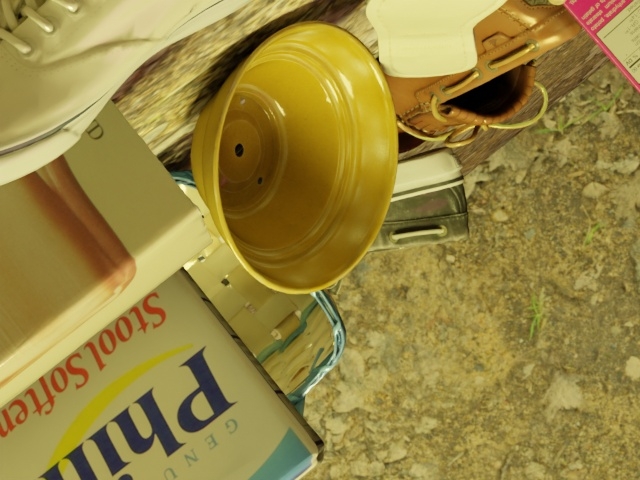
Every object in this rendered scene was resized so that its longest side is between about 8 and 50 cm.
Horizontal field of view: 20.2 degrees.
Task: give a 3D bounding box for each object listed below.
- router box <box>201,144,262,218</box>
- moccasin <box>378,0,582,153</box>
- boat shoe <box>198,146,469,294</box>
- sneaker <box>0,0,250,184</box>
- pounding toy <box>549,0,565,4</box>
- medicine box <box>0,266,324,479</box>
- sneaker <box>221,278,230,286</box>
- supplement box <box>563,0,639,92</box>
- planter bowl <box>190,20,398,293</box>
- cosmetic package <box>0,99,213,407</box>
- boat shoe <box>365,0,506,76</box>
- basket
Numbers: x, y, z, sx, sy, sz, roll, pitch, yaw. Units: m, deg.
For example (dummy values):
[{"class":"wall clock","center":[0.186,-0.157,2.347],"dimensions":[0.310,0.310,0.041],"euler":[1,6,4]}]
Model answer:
[{"class":"router box","center":[-0.063,-0.074,1.725],"dimensions":[0.122,0.038,0.092],"euler":[-41,174,23]},{"class":"moccasin","center":[0.153,-0.166,1.788],"dimensions":[0.139,0.147,0.380],"euler":[-35,176,-30]},{"class":"boat shoe","center":[0.000,0.000,1.863],"dimensions":[0.335,0.119,0.121],"euler":[-17,180,-4]},{"class":"sneaker","center":[-0.123,-0.122,0.899],"dimensions":[0.258,0.094,0.091],"euler":[-41,157,-22]},{"class":"pounding toy","center":[0.164,-0.258,1.174],"dimensions":[0.154,0.155,0.269],"euler":[-37,175,25]},{"class":"medicine box","center":[-0.185,0.111,1.187],"dimensions":[0.263,0.289,0.149],"euler":[-39,174,-3]},{"class":"sneaker","center":[-0.157,0.052,1.933],"dimensions":[0.106,0.101,0.267],"euler":[-50,180,11]},{"class":"supplement box","center":[0.259,-0.239,1.553],"dimensions":[0.114,0.220,0.111],"euler":[-41,174,20]},{"class":"planter bowl","center":[-0.039,-0.070,1.451],"dimensions":[0.090,0.217,0.217],"euler":[9,-149,41]},{"class":"cosmetic package","center":[-0.223,0.026,1.019],"dimensions":[0.296,0.153,0.129],"euler":[-39,175,-6]},{"class":"boat shoe","center":[0.087,-0.207,1.399],"dimensions":[0.109,0.091,0.305],"euler":[-2,169,-1]},{"class":"basket","center":[-0.110,0.063,1.522],"dimensions":[0.201,0.255,0.289],"euler":[-43,-169,19]}]
